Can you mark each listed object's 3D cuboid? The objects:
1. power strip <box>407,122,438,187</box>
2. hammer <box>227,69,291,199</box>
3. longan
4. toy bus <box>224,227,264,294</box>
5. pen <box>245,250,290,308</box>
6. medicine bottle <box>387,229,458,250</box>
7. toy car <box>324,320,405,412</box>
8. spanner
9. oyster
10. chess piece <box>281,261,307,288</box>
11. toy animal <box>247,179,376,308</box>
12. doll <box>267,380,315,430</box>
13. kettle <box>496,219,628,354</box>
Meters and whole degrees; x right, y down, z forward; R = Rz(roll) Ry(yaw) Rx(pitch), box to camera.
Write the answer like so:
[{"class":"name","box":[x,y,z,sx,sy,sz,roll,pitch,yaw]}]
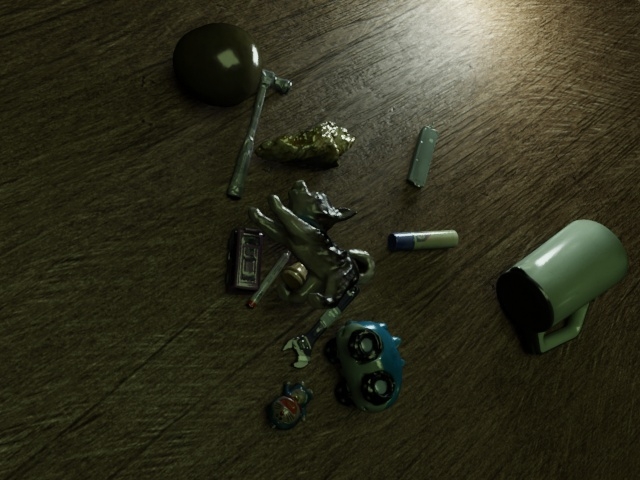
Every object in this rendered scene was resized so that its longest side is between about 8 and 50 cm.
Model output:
[{"class":"power strip","box":[0.341,-0.284,2.083,0.060,0.027,0.253,25,67,-16]},{"class":"hammer","box":[-0.194,-0.313,1.842,0.152,0.044,0.427,16,71,-19]},{"class":"longan","box":[-0.286,-0.493,1.753,0.248,0.248,0.248,6,74,-23]},{"class":"toy bus","box":[-0.202,0.053,1.708,0.086,0.098,0.178,8,73,-22]},{"class":"pen","box":[-0.138,0.102,1.765,0.026,0.026,0.218,40,64,-10]},{"class":"medicine bottle","box":[0.323,0.000,1.981,0.231,0.059,0.059,-3,77,-26]},{"class":"toy car","box":[0.142,0.339,1.739,0.190,0.188,0.255,-10,78,-33]},{"class":"spanner","box":[0.008,0.231,1.799,0.087,0.024,0.316,43,64,-2]},{"class":"oyster","box":[-0.022,-0.269,1.856,0.341,0.166,0.110,-1,67,-47]},{"class":"chess piece","box":[-0.051,0.075,1.794,0.066,0.066,0.122,44,58,-8]},{"class":"toy animal","box":[0.000,0.000,1.705,0.302,0.194,0.344,-20,90,-39]},{"class":"doll","box":[-0.082,0.442,1.668,0.114,0.085,0.152,39,51,16]},{"class":"kettle","box":[0.790,0.168,2.076,0.376,0.250,0.361,-28,117,-25]}]
